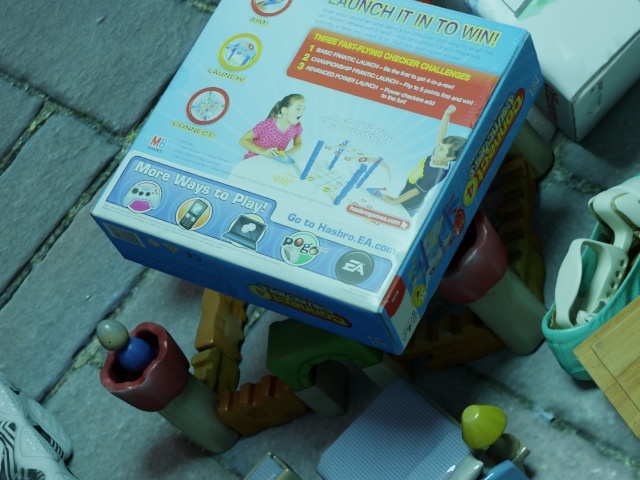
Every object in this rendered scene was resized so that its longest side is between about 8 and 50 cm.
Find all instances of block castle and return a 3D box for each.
[{"bbox_3d":[0.000,0.000,1.861,0.453,0.213,0.303,-21,43,30],"label":"block castle"}]

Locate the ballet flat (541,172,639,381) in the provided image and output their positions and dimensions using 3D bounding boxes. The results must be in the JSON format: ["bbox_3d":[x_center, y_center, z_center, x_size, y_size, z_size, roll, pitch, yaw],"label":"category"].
[{"bbox_3d":[0.271,0.008,1.697,0.083,0.087,0.247,2,57,47],"label":"ballet flat"}]

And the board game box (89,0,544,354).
[{"bbox_3d":[-0.001,-0.084,1.690,0.308,0.086,0.302,19,67,27],"label":"board game box"}]

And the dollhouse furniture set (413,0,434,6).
[{"bbox_3d":[0.030,-0.218,2.099,0.259,0.135,0.262,-12,48,36],"label":"dollhouse furniture set"}]

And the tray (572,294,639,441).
[{"bbox_3d":[0.422,0.032,1.542,0.411,0.076,0.203,-40,37,6],"label":"tray"}]

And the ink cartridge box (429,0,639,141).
[{"bbox_3d":[0.189,-0.245,1.814,0.117,0.201,0.278,-44,78,1],"label":"ink cartridge box"}]

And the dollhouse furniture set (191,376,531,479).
[{"bbox_3d":[-0.010,0.199,1.698,0.303,0.198,0.286,-46,37,-1],"label":"dollhouse furniture set"}]

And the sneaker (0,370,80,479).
[{"bbox_3d":[-0.362,0.285,2.004,0.210,0.137,0.366,-43,40,0],"label":"sneaker"}]
